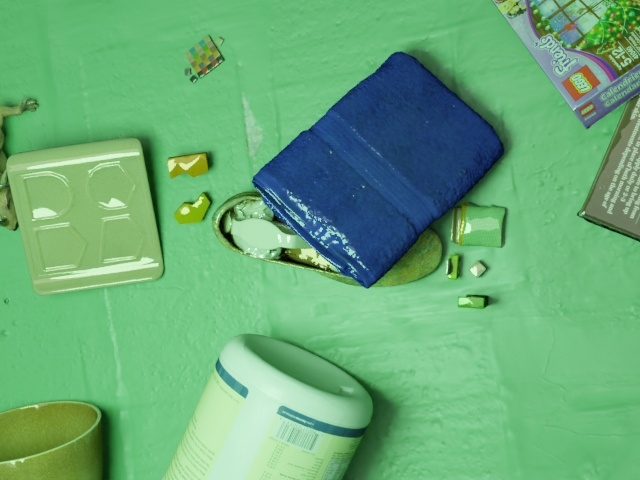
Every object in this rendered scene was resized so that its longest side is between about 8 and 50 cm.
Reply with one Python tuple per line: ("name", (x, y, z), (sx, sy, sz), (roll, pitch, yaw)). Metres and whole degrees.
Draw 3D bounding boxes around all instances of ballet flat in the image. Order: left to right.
("ballet flat", (0.000, 0.000, 1.574), (0.349, 0.123, 0.123), (12, 93, 17))

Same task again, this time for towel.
("towel", (0.085, -0.101, 1.519), (0.227, 0.076, 0.308), (44, 74, 9))

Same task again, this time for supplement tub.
("supplement tub", (-0.090, 0.322, 1.534), (0.235, 0.235, 0.324), (27, 97, 16))

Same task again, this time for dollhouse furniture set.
("dollhouse furniture set", (0.219, 0.020, 1.535), (0.076, 0.058, 0.151), (4, 90, 17))

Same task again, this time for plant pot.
("plant pot", (-0.437, 0.410, 1.661), (0.237, 0.237, 0.254), (-4, 102, 17))

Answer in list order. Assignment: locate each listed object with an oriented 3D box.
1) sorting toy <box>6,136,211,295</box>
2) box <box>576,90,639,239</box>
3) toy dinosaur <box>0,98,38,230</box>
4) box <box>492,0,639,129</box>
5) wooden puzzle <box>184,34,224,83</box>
("sorting toy", (-0.319, -0.045, 1.686), (0.307, 0.041, 0.229), (-8, 103, 0))
("box", (0.553, -0.046, 1.394), (0.381, 0.143, 0.191), (24, 95, 18))
("toy dinosaur", (-0.576, -0.157, 1.703), (0.127, 0.296, 0.200), (-38, 36, 37))
("box", (0.362, -0.311, 1.430), (0.201, 0.057, 0.293), (-36, 50, 14))
("wooden puzzle", (-0.184, -0.289, 1.692), (0.083, 0.006, 0.049), (-35, 80, 14))
